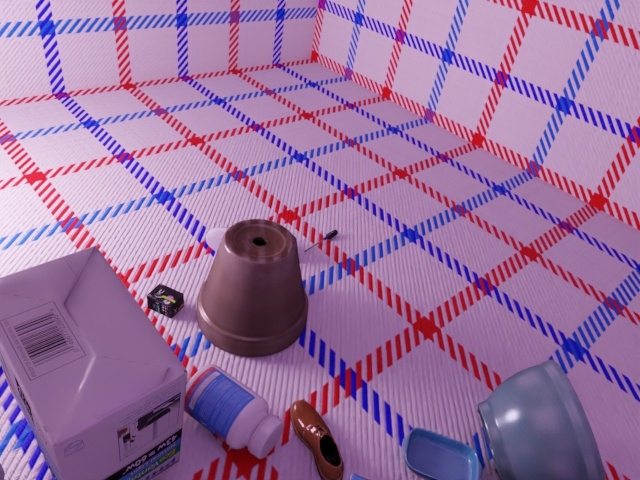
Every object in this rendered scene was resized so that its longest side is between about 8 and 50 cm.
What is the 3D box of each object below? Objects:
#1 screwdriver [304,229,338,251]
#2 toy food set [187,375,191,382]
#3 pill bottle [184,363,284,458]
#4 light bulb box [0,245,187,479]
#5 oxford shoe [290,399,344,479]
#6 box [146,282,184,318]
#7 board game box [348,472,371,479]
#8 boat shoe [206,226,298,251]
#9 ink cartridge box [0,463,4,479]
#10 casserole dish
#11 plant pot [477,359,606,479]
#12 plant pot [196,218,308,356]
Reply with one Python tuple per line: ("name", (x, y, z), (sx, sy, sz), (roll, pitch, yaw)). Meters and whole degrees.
("screwdriver", (0.000, 0.000, 1.725), (0.170, 0.024, 0.025), (-26, 80, -36))
("toy food set", (-0.369, 0.367, 1.164), (0.122, 0.019, 0.078), (2, 38, -24))
("pill bottle", (-0.196, 0.387, 1.093), (0.221, 0.124, 0.124), (28, 41, 22))
("light bulb box", (-0.449, 0.276, 0.937), (0.225, 0.361, 0.358), (-24, 55, -38))
("oxford shoe", (-0.004, 0.443, 1.111), (0.076, 0.076, 0.212), (-15, 43, -27))
("box", (-0.438, 0.171, 1.371), (0.083, 0.052, 0.062), (20, 39, 14))
("board game box", (0.017, 0.584, 0.747), (0.086, 0.302, 0.308), (19, 39, 11))
("boat shoe", (-0.223, -0.005, 1.607), (0.301, 0.108, 0.102), (7, 38, -10))
("ink cartridge box", (-0.800, 0.520, 0.803), (0.385, 0.091, 0.308), (5, 38, -9))
("casserole dish", (0.277, 0.510, 1.124), (0.188, 0.037, 0.114), (18, 38, 8))
("plant pot", (0.477, 0.438, 1.100), (0.196, 0.293, 0.293), (-15, 37, 10))
("plant pot", (-0.176, 0.105, 1.336), (0.323, 0.280, 0.323), (8, 37, -6))
